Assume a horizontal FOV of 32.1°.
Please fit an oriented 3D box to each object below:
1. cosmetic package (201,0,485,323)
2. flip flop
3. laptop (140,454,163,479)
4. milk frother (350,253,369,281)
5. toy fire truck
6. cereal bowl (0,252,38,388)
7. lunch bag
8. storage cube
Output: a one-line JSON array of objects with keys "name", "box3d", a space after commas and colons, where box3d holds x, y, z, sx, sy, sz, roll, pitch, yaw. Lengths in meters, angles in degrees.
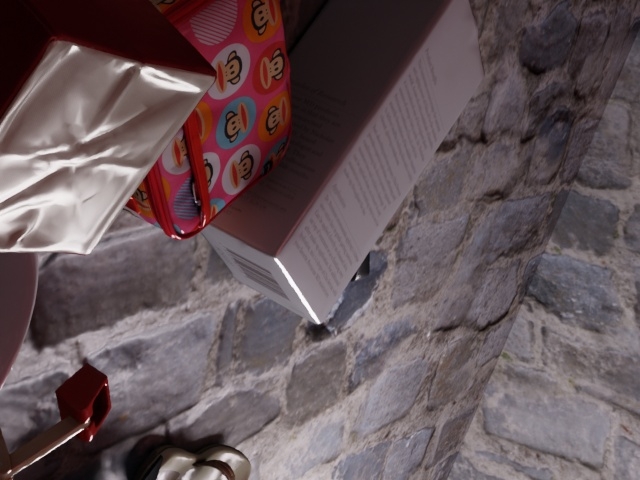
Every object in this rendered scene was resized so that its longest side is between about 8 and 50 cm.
[{"name": "cosmetic package", "box3d": [0.032, -0.142, 1.501, 0.453, 0.161, 0.230, -55, 153, -15]}, {"name": "flip flop", "box3d": [-0.180, 0.365, 1.682, 0.112, 0.080, 0.277, -63, 153, -4]}, {"name": "laptop", "box3d": [-0.340, 0.409, 1.468, 0.264, 0.136, 0.234, 8, 110, -29]}, {"name": "milk frother", "box3d": [0.000, 0.000, 1.677, 0.143, 0.129, 0.134, -6, 132, -8]}, {"name": "toy fire truck", "box3d": [-0.280, 0.159, 0.914, 0.192, 0.135, 0.047, -47, 154, -38]}, {"name": "cereal bowl", "box3d": [-0.399, 0.071, 0.916, 0.339, 0.141, 0.339, -49, 154, -33]}, {"name": "lunch bag", "box3d": [-0.153, -0.152, 1.214, 0.258, 0.120, 0.293, -42, 146, -30]}, {"name": "storage cube", "box3d": [-0.227, -0.119, 0.789, 0.215, 0.193, 0.184, -50, 158, 19]}]
